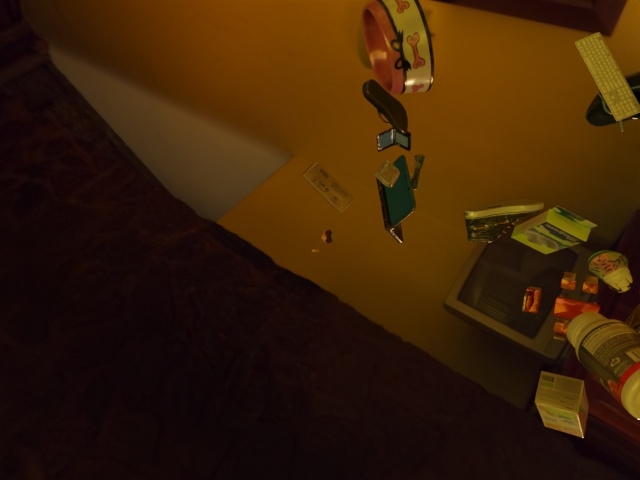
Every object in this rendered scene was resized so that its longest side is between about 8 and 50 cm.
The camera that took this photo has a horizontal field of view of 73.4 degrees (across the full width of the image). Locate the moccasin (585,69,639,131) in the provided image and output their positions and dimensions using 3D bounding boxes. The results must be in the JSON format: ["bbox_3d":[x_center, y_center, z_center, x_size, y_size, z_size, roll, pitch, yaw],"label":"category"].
[{"bbox_3d":[0.880,-0.402,1.214,0.116,0.138,0.342,-58,0,-11],"label":"moccasin"}]

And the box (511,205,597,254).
[{"bbox_3d":[0.574,-0.021,1.068,0.042,0.109,0.178,-63,-1,-15],"label":"box"}]

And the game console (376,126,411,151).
[{"bbox_3d":[0.320,-0.424,1.862,0.085,0.124,0.144,-55,-19,-9],"label":"game console"}]

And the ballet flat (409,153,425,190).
[{"bbox_3d":[0.467,-0.339,2.124,0.070,0.070,0.188,42,-117,-63],"label":"ballet flat"}]

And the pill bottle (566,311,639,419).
[{"bbox_3d":[0.848,0.334,1.213,0.318,0.177,0.176,-93,21,-70],"label":"pill bottle"}]

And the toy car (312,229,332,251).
[{"bbox_3d":[0.000,0.000,1.767,0.122,0.041,0.060,-34,-63,-42],"label":"toy car"}]

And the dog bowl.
[{"bbox_3d":[0.284,-0.749,1.648,0.151,0.407,0.408,-20,-33,1],"label":"dog bowl"}]

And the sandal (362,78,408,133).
[{"bbox_3d":[0.233,-0.481,1.546,0.255,0.055,0.097,36,-118,-33],"label":"sandal"}]

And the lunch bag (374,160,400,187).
[{"bbox_3d":[0.254,-0.248,1.616,0.083,0.053,0.071,37,-100,-24],"label":"lunch bag"}]

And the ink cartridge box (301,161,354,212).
[{"bbox_3d":[0.029,-0.238,1.909,0.088,0.235,0.193,-46,10,3],"label":"ink cartridge box"}]

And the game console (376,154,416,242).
[{"bbox_3d":[0.358,-0.176,1.890,0.250,0.174,0.292,38,-140,-50],"label":"game console"}]

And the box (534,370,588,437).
[{"bbox_3d":[0.730,0.494,1.291,0.203,0.114,0.103,53,-126,-39],"label":"box"}]

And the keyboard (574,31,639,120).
[{"bbox_3d":[0.793,-0.453,1.184,0.072,0.255,0.014,-21,-10,-1],"label":"keyboard"}]

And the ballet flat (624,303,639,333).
[{"bbox_3d":[1.181,0.388,1.621,0.124,0.116,0.342,-66,-11,-53],"label":"ballet flat"}]

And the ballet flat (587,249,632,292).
[{"bbox_3d":[0.694,0.081,1.008,0.077,0.079,0.222,-34,-34,29],"label":"ballet flat"}]

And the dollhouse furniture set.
[{"bbox_3d":[0.954,0.264,1.707,0.135,0.259,0.261,-17,-67,-56],"label":"dollhouse furniture set"}]

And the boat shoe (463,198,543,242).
[{"bbox_3d":[0.442,-0.047,1.038,0.065,0.184,0.083,-81,-17,-71],"label":"boat shoe"}]
